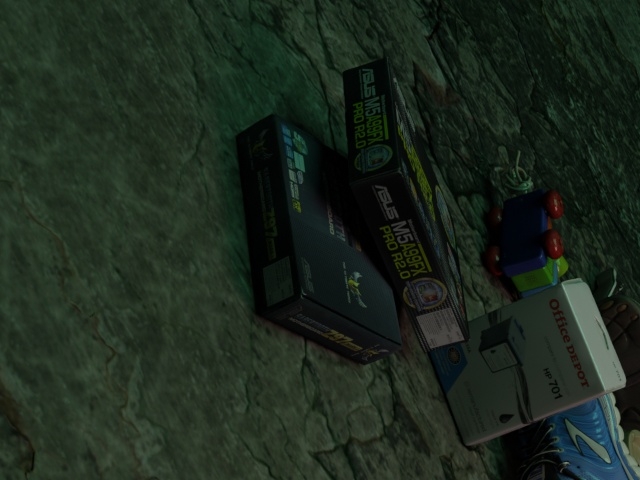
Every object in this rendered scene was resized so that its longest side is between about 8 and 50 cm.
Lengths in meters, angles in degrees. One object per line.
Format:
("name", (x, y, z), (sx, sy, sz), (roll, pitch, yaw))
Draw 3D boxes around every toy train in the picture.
("toy train", (0.314, -0.006, 1.955), (0.143, 0.105, 0.248), (58, 27, -32))

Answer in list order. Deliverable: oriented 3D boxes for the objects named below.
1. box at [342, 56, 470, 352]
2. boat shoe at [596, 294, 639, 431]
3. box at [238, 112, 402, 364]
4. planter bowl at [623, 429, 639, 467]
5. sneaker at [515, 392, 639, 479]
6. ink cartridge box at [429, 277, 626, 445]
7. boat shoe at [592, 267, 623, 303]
("box", (0.099, -0.040, 1.556), (0.216, 0.060, 0.270), (-91, 161, -50))
("boat shoe", (0.511, 0.248, 2.029), (0.130, 0.132, 0.355), (12, 58, -55))
("box", (0.000, 0.000, 1.467), (0.183, 0.059, 0.232), (31, 42, -46))
("planter bowl", (0.383, 0.310, 1.790), (0.162, 0.109, 0.162), (38, 37, -37))
("sneaker", (0.298, 0.257, 1.659), (0.147, 0.129, 0.330), (-7, 56, -40))
("ink cartridge box", (0.241, 0.144, 1.607), (0.082, 0.191, 0.139), (-1, 68, -59))
("boat shoe", (0.461, 0.084, 2.173), (0.038, 0.046, 0.125), (53, 22, -9))
